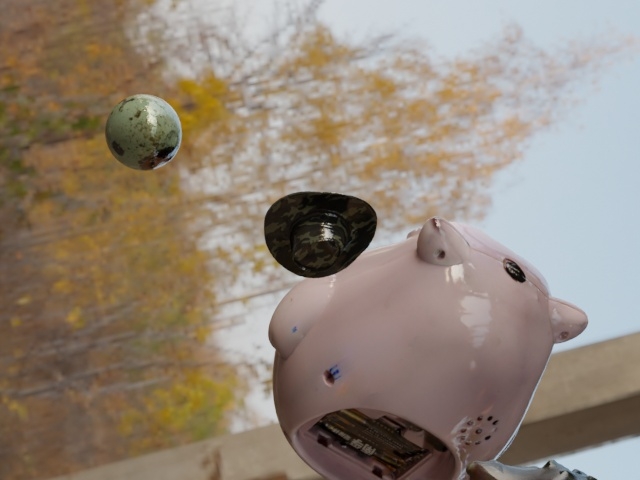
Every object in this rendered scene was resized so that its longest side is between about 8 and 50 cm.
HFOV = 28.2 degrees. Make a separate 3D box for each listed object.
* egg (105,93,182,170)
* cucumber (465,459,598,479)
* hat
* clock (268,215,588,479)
[{"bbox_3d":[-0.194,-0.119,1.411,0.110,0.085,0.085,-156,-127,-64],"label":"egg"},{"bbox_3d":[0.214,0.256,0.728,0.359,0.096,0.096,50,-9,-2],"label":"cucumber"},{"bbox_3d":[0.000,0.000,1.271,0.050,0.121,0.121,-87,174,-50],"label":"hat"},{"bbox_3d":[0.125,0.159,1.641,0.376,0.368,0.251,-45,-158,35],"label":"clock"}]
